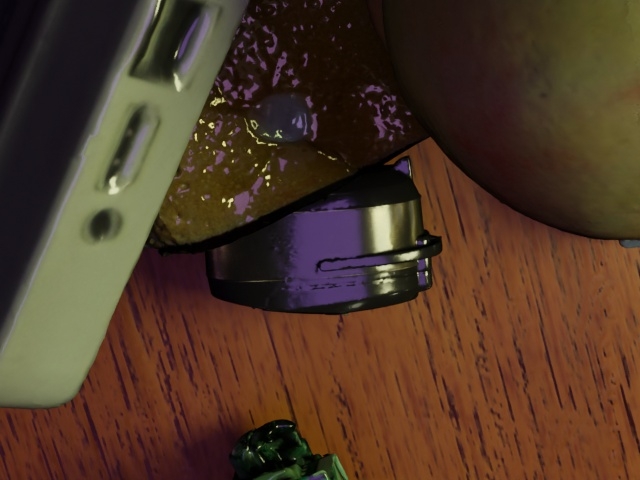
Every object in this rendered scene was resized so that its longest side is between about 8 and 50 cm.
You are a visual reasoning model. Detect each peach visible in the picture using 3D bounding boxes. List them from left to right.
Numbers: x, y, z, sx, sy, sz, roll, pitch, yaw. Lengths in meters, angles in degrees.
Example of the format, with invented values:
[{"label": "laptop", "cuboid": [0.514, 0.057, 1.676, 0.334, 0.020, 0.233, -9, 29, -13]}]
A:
[{"label": "peach", "cuboid": [0.150, -0.138, 0.676, 0.247, 0.292, 0.292, -15, 100, 1]}]

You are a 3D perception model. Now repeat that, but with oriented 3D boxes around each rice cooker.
[{"label": "rice cooker", "cuboid": [0.000, 0.000, 0.925, 0.165, 0.112, 0.106, -11, 95, 5]}]

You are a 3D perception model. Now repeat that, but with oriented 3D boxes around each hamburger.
[{"label": "hamburger", "cuboid": [-0.024, -0.130, 0.849, 0.288, 0.168, 0.192, -26, 103, -10]}]

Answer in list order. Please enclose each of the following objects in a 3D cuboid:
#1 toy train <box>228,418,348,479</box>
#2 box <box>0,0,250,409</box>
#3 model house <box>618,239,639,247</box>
[{"label": "toy train", "cuboid": [0.004, 0.263, 0.952, 0.115, 0.154, 0.269, -23, 100, 7]}, {"label": "box", "cuboid": [-0.200, -0.131, 0.797, 0.090, 0.373, 0.367, 14, 104, -44]}, {"label": "model house", "cuboid": [0.257, -0.078, 0.877, 0.183, 0.172, 0.166, -11, 99, 2]}]
